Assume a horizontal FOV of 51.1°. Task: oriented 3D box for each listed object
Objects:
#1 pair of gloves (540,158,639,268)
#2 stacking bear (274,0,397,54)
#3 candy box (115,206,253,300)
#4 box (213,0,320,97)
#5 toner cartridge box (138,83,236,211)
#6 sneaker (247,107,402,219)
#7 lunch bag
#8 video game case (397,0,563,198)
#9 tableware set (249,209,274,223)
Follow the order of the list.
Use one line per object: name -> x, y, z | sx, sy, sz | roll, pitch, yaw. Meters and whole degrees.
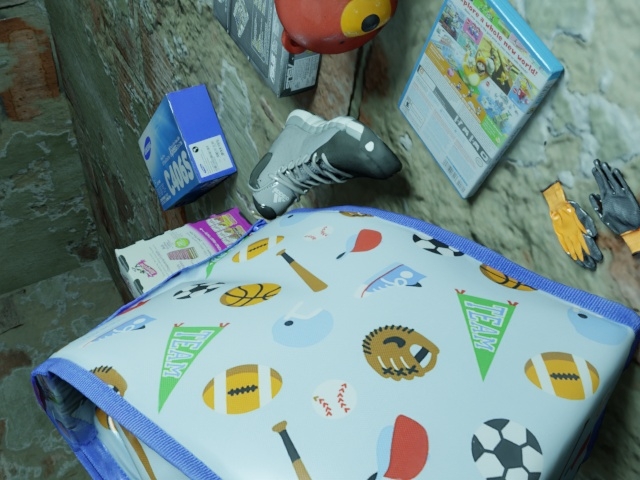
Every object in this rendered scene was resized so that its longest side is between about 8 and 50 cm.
pair of gloves -> 0.202, -0.018, 0.497 | 0.074, 0.010, 0.083 | 66, 155, 6
stacking bear -> 0.007, -0.281, 0.528 | 0.164, 0.175, 0.289 | 48, 156, 35
candy box -> -0.212, 0.043, 1.151 | 0.159, 0.233, 0.071 | 46, 147, 42
box -> -0.058, -0.308, 0.754 | 0.183, 0.056, 0.231 | 55, 153, 29
toner cartridge box -> -0.268, -0.166, 1.295 | 0.348, 0.075, 0.165 | -16, 94, 66
sneaker -> -0.009, -0.068, 0.736 | 0.086, 0.132, 0.228 | 43, 174, -27
lunch bag -> -0.001, 0.134, 0.565 | 0.385, 0.328, 0.239 | 28, 135, 30
video game case -> 0.125, -0.127, 0.566 | 0.119, 0.015, 0.166 | 60, 155, 21
tableware set -> 0.000, 0.000, 0.817 | 0.168, 0.141, 0.020 | 21, 87, 55
